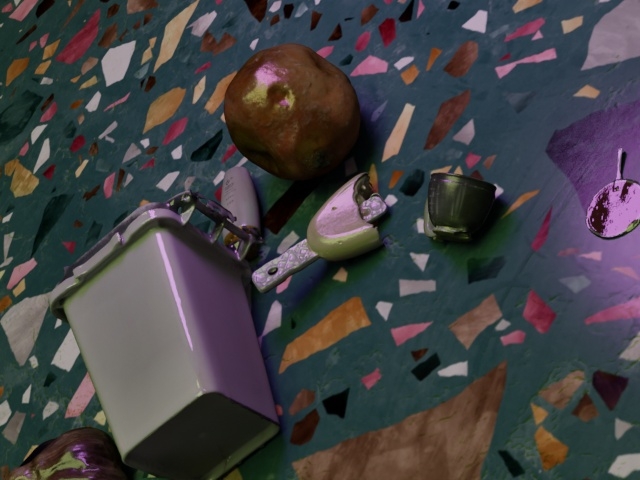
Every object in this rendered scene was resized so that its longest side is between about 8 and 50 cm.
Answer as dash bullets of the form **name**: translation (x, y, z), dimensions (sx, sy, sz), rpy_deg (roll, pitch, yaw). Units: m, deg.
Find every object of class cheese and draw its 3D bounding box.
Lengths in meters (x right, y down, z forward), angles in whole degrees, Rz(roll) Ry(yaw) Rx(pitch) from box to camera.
- **cheese**: translation (0.000, 0.000, 1.724), dimensions (0.235, 0.050, 0.127), rpy_deg (-32, 49, -2)

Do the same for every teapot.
- **teapot**: translation (0.187, -0.040, 1.596), dimensions (0.092, 0.124, 0.091), rpy_deg (13, 85, 6)

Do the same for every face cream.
- **face cream**: translation (-0.133, -0.046, 1.924), dimensions (0.072, 0.051, 0.182), rpy_deg (-32, 42, 22)

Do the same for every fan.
- **fan**: translation (0.374, -0.061, 1.469), dimensions (0.085, 0.005, 0.133), rpy_deg (-14, 53, 39)

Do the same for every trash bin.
- **trash bin**: translation (-0.201, 0.145, 1.704), dimensions (0.296, 0.256, 0.368), rpy_deg (-38, 47, 13)

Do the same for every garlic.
- **garlic**: translation (-0.397, 0.387, 1.764), dimensions (0.245, 0.160, 0.245), rpy_deg (-31, 34, 23)

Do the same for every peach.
- **peach**: translation (-0.040, -0.194, 1.827), dimensions (0.214, 0.214, 0.235), rpy_deg (-47, 45, 6)

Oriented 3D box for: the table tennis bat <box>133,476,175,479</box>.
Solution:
- **table tennis bat**: translation (-0.188, 0.367, 1.622), dimensions (0.201, 0.124, 0.033), rpy_deg (-10, 43, 14)
